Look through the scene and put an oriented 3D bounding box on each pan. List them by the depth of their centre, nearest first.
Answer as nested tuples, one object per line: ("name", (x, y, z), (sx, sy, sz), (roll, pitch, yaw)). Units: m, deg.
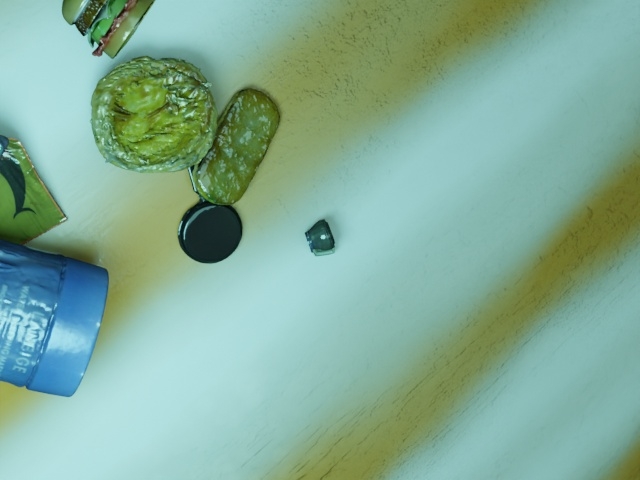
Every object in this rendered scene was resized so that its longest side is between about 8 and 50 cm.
("pan", (-0.233, -0.062, 1.664), (0.136, 0.028, 0.235), (-19, 108, -18))

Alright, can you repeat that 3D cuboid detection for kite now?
("kite", (-0.644, -0.055, 1.474), (0.377, 0.013, 0.327), (17, 108, -39))

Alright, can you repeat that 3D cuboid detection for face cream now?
("face cream", (-0.525, 0.139, 1.474), (0.225, 0.249, 0.249), (16, 95, -21))

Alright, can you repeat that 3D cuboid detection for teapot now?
("teapot", (0.000, 0.000, 1.759), (0.057, 0.066, 0.088), (-20, 132, 4))

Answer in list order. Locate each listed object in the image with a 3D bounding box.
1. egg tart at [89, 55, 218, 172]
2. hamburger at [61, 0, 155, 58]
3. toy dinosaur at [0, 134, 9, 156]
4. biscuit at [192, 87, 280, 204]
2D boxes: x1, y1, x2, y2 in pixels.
("egg tart", (-0.318, -0.232, 1.563), (0.252, 0.098, 0.232), (-38, 106, -14))
("hamburger", (-0.380, -0.422, 1.459), (0.137, 0.175, 0.175), (38, 86, -18))
("toy dinosaur", (-0.654, 0.024, 1.461), (0.331, 0.129, 0.383), (-28, 133, -22))
("biscuit", (-0.168, -0.188, 1.654), (0.118, 0.029, 0.247), (31, 82, -27))
